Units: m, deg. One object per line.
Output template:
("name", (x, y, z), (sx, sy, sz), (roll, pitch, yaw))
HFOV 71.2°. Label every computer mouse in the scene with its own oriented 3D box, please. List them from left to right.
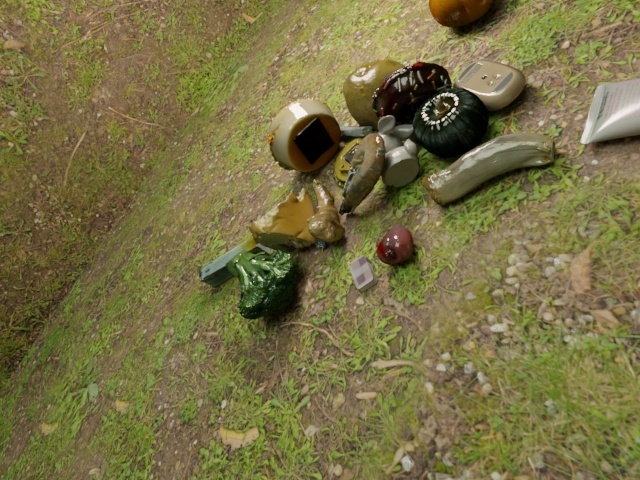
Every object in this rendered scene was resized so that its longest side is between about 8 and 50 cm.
("computer mouse", (0.511, -0.470, 1.359), (0.145, 0.082, 0.236), (-48, 38, 5))

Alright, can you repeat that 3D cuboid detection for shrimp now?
("shrimp", (0.123, -0.204, 1.436), (0.317, 0.077, 0.168), (121, 149, -42))

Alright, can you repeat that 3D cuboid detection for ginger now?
("ginger", (0.007, -0.098, 1.533), (0.294, 0.131, 0.086), (-101, 24, -43))

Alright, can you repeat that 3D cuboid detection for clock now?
("clock", (0.131, -0.296, 1.613), (0.237, 0.057, 0.237), (-23, 48, 28))

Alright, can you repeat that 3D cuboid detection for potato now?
("potato", (0.204, -0.536, 1.604), (0.286, 0.242, 0.242), (-5, 58, 38))

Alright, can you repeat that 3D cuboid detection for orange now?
("orange", (0.507, -0.863, 1.586), (0.240, 0.171, 0.240), (-23, 36, 18))

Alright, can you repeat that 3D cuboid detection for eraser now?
("eraser", (0.128, 0.098, 1.346), (0.065, 0.026, 0.105), (-38, 42, 21))

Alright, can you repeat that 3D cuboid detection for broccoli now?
("broccoli", (-0.197, 0.133, 1.486), (0.261, 0.241, 0.269), (-36, 9, 47))

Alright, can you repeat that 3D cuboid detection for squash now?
("squash", (0.381, -0.348, 1.322), (0.218, 0.172, 0.218), (-3, 86, 45))

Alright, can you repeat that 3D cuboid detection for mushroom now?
("mushroom", (0.449, -0.199, 1.218), (0.351, 0.095, 0.122), (-22, 68, 32))

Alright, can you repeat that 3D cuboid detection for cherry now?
("cherry", (0.219, 0.017, 1.274), (0.126, 0.087, 0.106), (-47, 29, -24))

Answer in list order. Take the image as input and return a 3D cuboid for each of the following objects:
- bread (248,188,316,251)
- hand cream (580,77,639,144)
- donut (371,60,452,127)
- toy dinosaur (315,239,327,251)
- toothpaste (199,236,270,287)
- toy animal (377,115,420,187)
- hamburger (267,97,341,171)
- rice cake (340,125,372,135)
("bread", (-0.145, -0.080, 1.577), (0.184, 0.211, 0.224), (-36, 45, 50))
("hand cream", (0.781, -0.306, 0.980), (0.359, 0.118, 0.185), (4, 66, 53))
("donut", (0.296, -0.456, 1.432), (0.270, 0.270, 0.103), (-29, 69, 25))
("toy dinosaur", (0.000, 0.000, 1.535), (0.047, 0.030, 0.083), (-34, 42, 18))
("toothpaste", (-0.339, 0.086, 1.750), (0.313, 0.089, 0.071), (-30, 52, 23))
("toy animal", (0.235, -0.279, 1.419), (0.178, 0.128, 0.193), (126, 141, -47))
("hamburger", (-0.066, -0.402, 1.711), (0.294, 0.276, 0.179), (-43, 51, 3))
("rice cake", (0.123, -0.416, 1.692), (0.043, 0.034, 0.211), (-21, 22, -22))
